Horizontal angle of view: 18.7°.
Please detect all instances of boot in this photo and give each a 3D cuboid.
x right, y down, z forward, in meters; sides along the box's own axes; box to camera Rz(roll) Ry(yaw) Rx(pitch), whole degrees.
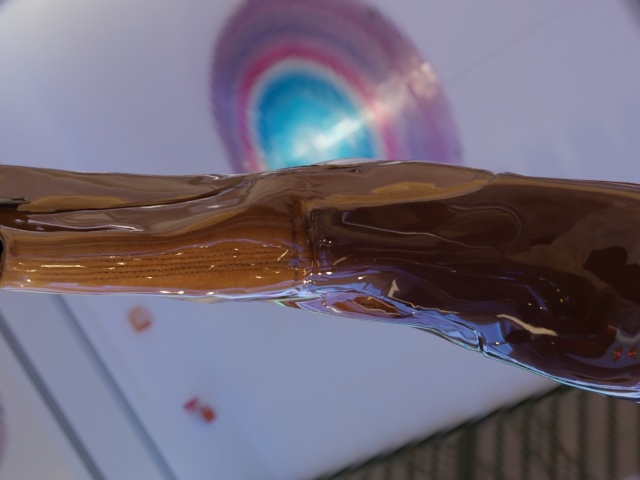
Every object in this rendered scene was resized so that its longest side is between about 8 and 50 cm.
[{"bbox_3d":[0.000,0.000,0.780,0.280,0.096,0.264,5,-167,-33],"label":"boot"}]
